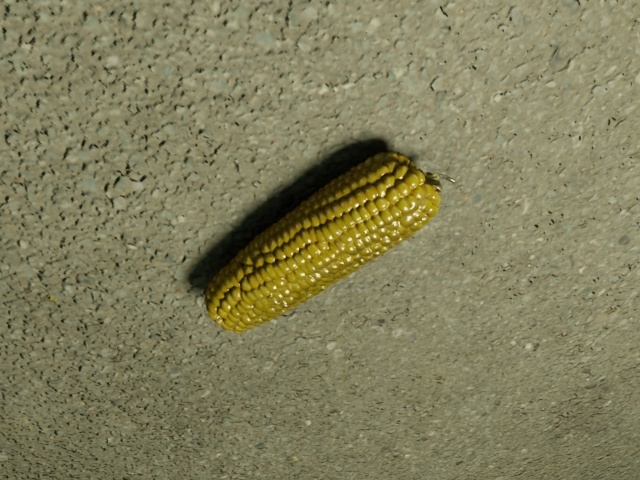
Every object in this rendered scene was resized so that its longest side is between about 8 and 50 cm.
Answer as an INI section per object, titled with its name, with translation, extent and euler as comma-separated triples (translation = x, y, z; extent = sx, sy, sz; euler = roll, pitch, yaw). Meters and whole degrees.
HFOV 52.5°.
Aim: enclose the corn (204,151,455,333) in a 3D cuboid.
[corn]
translation = 0.000, 0.000, 0.709
extent = 0.310, 0.101, 0.101
euler = -31, 132, 16
